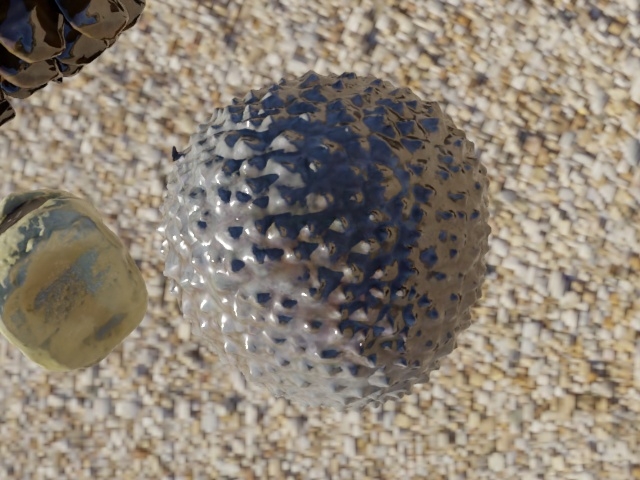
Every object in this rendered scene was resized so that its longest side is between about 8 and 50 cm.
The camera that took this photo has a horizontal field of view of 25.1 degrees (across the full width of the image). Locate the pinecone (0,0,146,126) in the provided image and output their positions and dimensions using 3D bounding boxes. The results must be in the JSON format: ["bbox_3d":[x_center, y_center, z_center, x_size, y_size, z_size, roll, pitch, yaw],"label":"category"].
[{"bbox_3d":[-0.222,-0.204,0.980,0.272,0.224,0.224,-34,66,41],"label":"pinecone"}]

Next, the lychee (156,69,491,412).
[{"bbox_3d":[0.002,0.005,1.208,0.300,0.300,0.300,-5,81,32],"label":"lychee"}]

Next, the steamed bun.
[{"bbox_3d":[-0.265,0.021,1.399,0.141,0.172,0.155,-35,41,-6],"label":"steamed bun"}]
